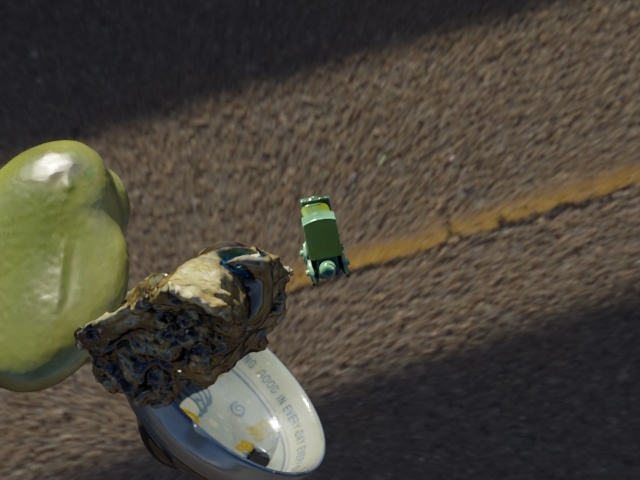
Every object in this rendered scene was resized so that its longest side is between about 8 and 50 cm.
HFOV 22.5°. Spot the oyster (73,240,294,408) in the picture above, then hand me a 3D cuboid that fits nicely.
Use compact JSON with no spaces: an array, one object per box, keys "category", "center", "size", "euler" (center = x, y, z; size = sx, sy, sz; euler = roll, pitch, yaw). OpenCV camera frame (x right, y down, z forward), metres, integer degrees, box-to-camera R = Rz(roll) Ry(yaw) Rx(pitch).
[{"category":"oyster","center":[-0.101,0.078,1.399],"size":[0.223,0.214,0.083],"euler":[-3,63,-47]}]

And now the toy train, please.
[{"category":"toy train","center":[0.000,0.000,1.737],"size":[0.050,0.122,0.081],"euler":[-13,109,-1]}]

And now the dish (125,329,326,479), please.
[{"category":"dish","center":[-0.137,0.201,1.806],"size":[0.273,0.273,0.134],"euler":[41,110,2]}]

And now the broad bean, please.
[{"category":"broad bean","center":[-0.283,0.023,1.613],"size":[0.189,0.121,0.263],"euler":[3,59,10]}]
